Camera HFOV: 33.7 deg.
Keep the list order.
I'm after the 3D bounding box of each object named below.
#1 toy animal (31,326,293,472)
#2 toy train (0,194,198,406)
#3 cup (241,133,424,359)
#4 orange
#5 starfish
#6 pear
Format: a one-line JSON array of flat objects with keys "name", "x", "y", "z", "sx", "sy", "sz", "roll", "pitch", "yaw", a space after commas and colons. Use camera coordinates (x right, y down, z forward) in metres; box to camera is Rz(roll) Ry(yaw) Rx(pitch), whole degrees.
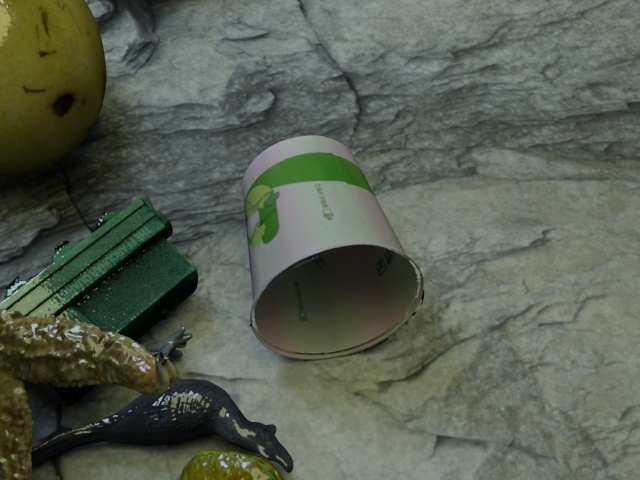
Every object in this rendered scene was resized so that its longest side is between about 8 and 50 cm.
[{"name": "toy animal", "x": -0.220, "y": 0.223, "z": 1.465, "sx": 0.367, "sy": 0.081, "sz": 0.205, "roll": 0, "pitch": 53, "yaw": -1}, {"name": "toy train", "x": -0.318, "y": 0.089, "z": 1.523, "sx": 0.178, "sy": 0.138, "sz": 0.330, "roll": 41, "pitch": 61, "yaw": 14}, {"name": "cup", "x": 0.000, "y": 0.000, "z": 1.558, "sx": 0.253, "sy": 0.253, "sz": 0.274, "roll": -6, "pitch": 49, "yaw": -10}, {"name": "orange", "x": -0.134, "y": 0.383, "z": 1.312, "sx": 0.179, "sy": 0.158, "sz": 0.237, "roll": 17, "pitch": 58, "yaw": 14}, {"name": "starfish", "x": -0.411, "y": 0.207, "z": 1.363, "sx": 0.432, "sy": 0.082, "sz": 0.324, "roll": 24, "pitch": 96, "yaw": 18}, {"name": "pear", "x": -0.505, "y": -0.279, "z": 1.651, "sx": 0.348, "sy": 0.348, "sz": 0.348, "roll": 3, "pitch": 55, "yaw": -4}]
